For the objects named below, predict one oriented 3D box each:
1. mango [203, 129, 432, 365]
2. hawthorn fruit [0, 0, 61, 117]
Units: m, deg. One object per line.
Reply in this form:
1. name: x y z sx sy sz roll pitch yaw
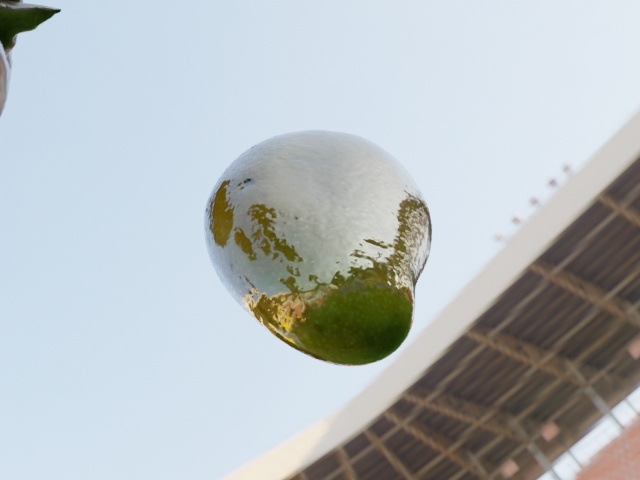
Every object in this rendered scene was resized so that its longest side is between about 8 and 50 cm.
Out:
1. mango: 0.000 0.000 0.755 0.136 0.227 0.099 8 -67 -7
2. hawthorn fruit: -0.431 -0.216 1.158 0.402 0.403 0.403 -29 -28 -17
